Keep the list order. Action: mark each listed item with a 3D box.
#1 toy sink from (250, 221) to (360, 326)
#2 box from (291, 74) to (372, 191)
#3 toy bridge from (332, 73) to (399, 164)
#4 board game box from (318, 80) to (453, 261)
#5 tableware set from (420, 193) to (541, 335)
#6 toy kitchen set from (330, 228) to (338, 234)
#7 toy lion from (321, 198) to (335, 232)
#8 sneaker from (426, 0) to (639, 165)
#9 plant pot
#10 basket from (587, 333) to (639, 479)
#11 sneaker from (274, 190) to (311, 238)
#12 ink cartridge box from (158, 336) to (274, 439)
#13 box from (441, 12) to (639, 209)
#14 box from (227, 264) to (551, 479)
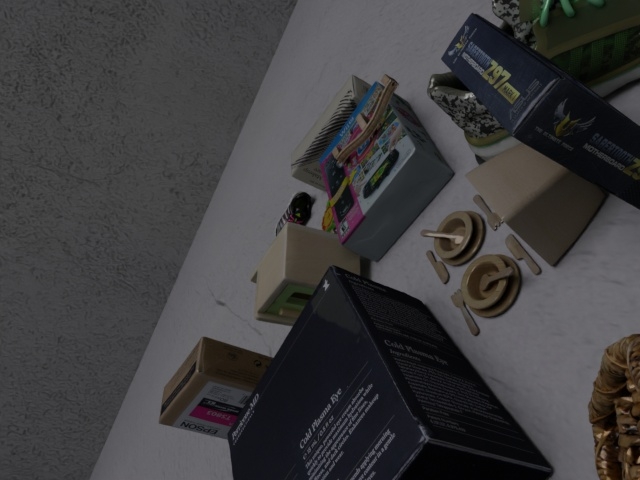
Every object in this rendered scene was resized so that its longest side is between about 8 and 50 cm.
[{"bbox_3d":[-0.042,0.091,0.946,0.234,0.152,0.131,132,146,-49],"label":"toy sink"},{"bbox_3d":[0.042,-0.250,1.147,0.275,0.113,0.094,-47,32,39],"label":"box"},{"bbox_3d":[0.085,-0.220,0.905,0.188,0.026,0.063,-54,29,24],"label":"toy bridge"},{"bbox_3d":[0.109,-0.144,0.936,0.224,0.097,0.303,-52,28,28],"label":"board game box"},{"bbox_3d":[0.205,0.022,0.661,0.128,0.039,0.194,-55,27,25],"label":"tableware set"},{"bbox_3d":[0.000,0.000,1.063,0.083,0.068,0.075,-58,26,17],"label":"toy kitchen set"},{"bbox_3d":[0.029,-0.070,1.117,0.100,0.034,0.096,-91,26,-42],"label":"toy lion"},{"bbox_3d":[0.290,-0.257,0.557,0.410,0.182,0.158,-45,32,39],"label":"sneaker"},{"bbox_3d":[0.256,-0.056,0.558,0.096,0.109,0.109,-45,31,20],"label":"plant pot"},{"bbox_3d":[0.223,0.198,0.245,0.223,0.213,0.299,-31,41,46],"label":"basket"},{"bbox_3d":[-0.070,-0.059,1.261,0.075,0.063,0.170,-15,51,68],"label":"sneaker"},{"bbox_3d":[-0.169,0.305,0.938,0.193,0.234,0.088,-52,27,30],"label":"ink cartridge box"},{"bbox_3d":[0.247,-0.119,0.465,0.059,0.232,0.183,-55,26,29],"label":"box"},{"bbox_3d":[0.042,0.266,0.613,0.343,0.179,0.312,-59,26,17],"label":"box"}]
